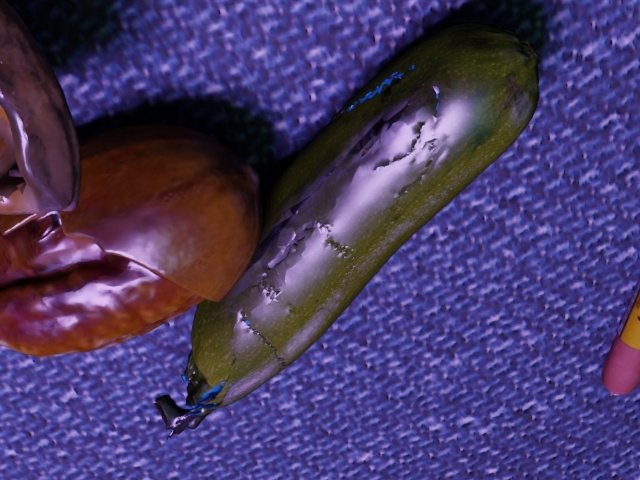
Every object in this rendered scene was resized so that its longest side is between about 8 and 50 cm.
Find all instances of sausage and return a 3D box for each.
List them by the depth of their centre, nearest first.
[{"bbox_3d":[0.225,0.025,0.750,0.029,0.029,0.223,4,129,-10],"label":"sausage"}]

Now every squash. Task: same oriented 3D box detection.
[{"bbox_3d":[0.001,-0.001,0.667,0.087,0.087,0.331,27,121,-26],"label":"squash"}]

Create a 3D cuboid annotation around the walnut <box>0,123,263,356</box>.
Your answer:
[{"bbox_3d":[-0.128,0.003,0.637,0.207,0.115,0.115,-17,130,11],"label":"walnut"}]

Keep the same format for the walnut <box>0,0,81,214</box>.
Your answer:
[{"bbox_3d":[-0.233,-0.067,0.551,0.238,0.141,0.204,-31,114,19],"label":"walnut"}]
